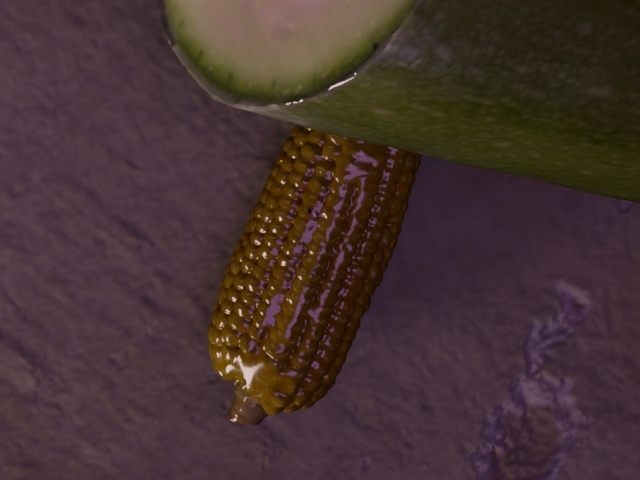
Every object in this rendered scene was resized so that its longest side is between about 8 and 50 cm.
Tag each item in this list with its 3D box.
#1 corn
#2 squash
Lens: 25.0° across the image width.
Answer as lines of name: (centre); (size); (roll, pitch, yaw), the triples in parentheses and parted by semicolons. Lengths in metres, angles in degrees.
corn: (0.000, 0.000, 0.915); (0.097, 0.097, 0.261); (21, 100, -13)
squash: (0.145, -0.154, 0.744); (0.384, 0.263, 0.263); (11, 105, -36)
